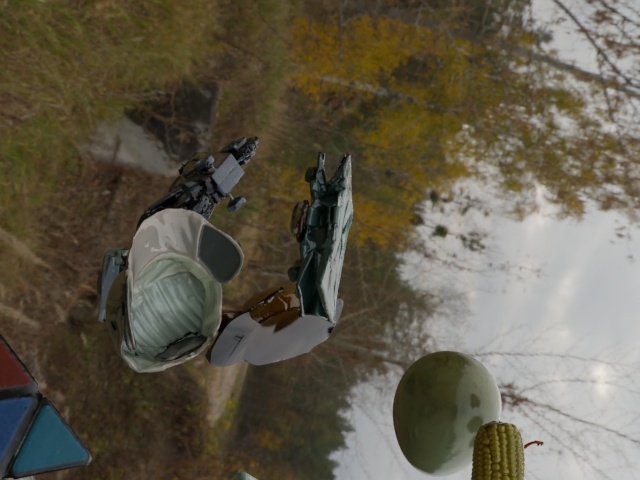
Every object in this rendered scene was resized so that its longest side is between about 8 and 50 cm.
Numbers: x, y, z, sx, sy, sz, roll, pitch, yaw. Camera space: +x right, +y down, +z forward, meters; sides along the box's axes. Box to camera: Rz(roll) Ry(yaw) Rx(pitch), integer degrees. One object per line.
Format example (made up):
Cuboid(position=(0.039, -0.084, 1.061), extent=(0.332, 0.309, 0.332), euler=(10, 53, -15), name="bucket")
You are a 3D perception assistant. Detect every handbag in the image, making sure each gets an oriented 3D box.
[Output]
Cuboid(position=(-0.005, 0.000, 1.328), extent=(0.274, 0.100, 0.269), euler=(78, 21, -69), name="handbag")

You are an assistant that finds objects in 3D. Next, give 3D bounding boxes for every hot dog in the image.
Cuboid(position=(-0.114, 0.164, 1.513), extent=(0.107, 0.326, 0.194), euler=(36, -72, 41), name="hot dog")

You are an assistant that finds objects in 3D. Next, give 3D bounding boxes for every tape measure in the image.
Cuboid(position=(-0.485, 0.108, 1.676), extent=(0.181, 0.107, 0.182), euler=(154, -62, -75), name="tape measure")

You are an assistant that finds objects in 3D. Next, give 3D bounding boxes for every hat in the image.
Cuboid(position=(-0.247, 0.071, 1.069), extent=(0.232, 0.161, 0.275), euler=(-42, 151, -38), name="hat")

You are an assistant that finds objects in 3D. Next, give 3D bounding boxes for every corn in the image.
Cuboid(position=(0.258, 0.388, 1.010), extent=(0.081, 0.081, 0.248), euler=(105, -6, -63), name="corn")

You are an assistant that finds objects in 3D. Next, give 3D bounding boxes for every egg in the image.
Cuboid(position=(0.258, 0.368, 1.447), extent=(0.218, 0.218, 0.295), euler=(-77, 174, -61), name="egg")

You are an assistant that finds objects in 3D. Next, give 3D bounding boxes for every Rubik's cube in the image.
Cuboid(position=(-0.384, 0.226, 0.796), extent=(0.234, 0.250, 0.284), euler=(122, -16, -55), name="Rubik's cube")

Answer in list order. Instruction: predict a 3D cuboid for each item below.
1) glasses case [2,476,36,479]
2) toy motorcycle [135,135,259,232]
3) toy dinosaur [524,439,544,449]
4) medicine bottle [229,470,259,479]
Cuboid(position=(-0.520, 0.397, 1.085), extent=(0.085, 0.137, 0.355), euler=(-111, -162, -52), name="glasses case")
Cuboid(position=(-0.224, -0.098, 1.303), extent=(0.173, 0.108, 0.307), euler=(-19, -154, 34), name="toy motorcycle")
Cuboid(position=(0.498, 0.594, 1.930), extent=(0.117, 0.070, 0.288), euler=(-44, -168, -29), name="toy dinosaur")
Cuboid(position=(-0.147, 0.410, 0.865), extent=(0.229, 0.083, 0.121), euler=(-45, -144, 2), name="medicine bottle")
